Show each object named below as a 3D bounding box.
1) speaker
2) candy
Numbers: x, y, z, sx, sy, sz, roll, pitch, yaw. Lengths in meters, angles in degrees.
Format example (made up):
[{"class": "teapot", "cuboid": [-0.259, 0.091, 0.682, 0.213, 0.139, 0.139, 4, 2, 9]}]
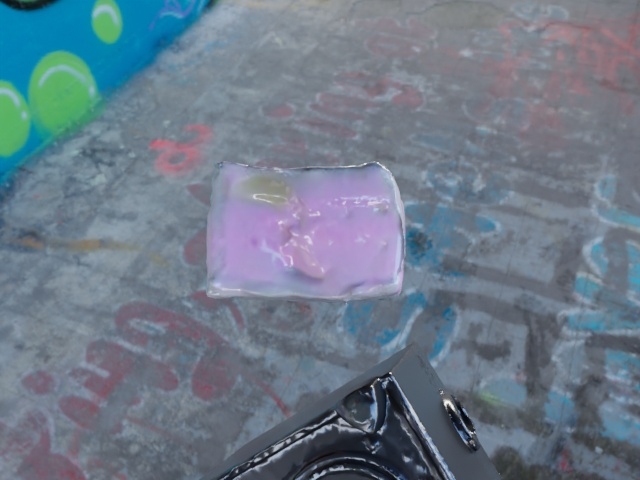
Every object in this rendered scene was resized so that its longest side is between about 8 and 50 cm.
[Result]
[{"class": "speaker", "cuboid": [0.028, 0.228, 0.583, 0.232, 0.254, 0.184, -33, 81, 9]}, {"class": "candy", "cuboid": [0.000, 0.000, 0.620, 0.156, 0.265, 0.115, 2, 85, 6]}]
